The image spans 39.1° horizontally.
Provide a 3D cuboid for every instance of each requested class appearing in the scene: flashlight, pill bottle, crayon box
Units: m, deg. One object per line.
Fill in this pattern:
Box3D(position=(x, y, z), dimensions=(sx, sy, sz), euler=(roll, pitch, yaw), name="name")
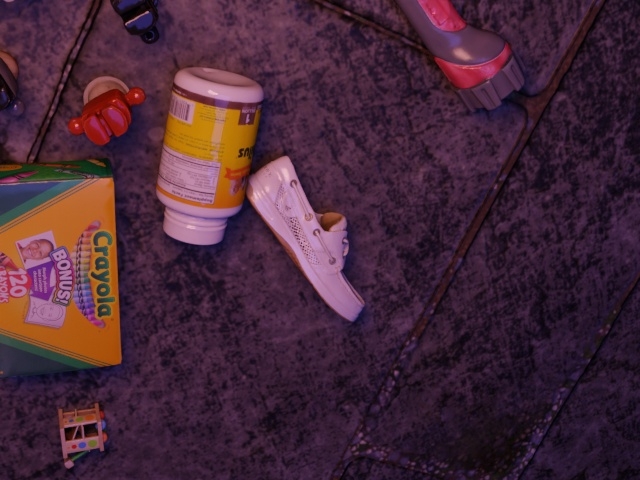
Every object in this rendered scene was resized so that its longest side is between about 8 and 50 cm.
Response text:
Box3D(position=(0.162, -0.312, 1.197), dimensions=(0.103, 0.103, 0.304), euler=(-50, 120, -20), name="flashlight")
Box3D(position=(-0.148, -0.108, 1.173), dimensions=(0.117, 0.117, 0.215), euler=(5, 112, -21), name="pill bottle")
Box3D(position=(-0.353, 0.036, 1.189), dimensions=(0.165, 0.081, 0.279), euler=(-5, 114, -16), name="crayon box")

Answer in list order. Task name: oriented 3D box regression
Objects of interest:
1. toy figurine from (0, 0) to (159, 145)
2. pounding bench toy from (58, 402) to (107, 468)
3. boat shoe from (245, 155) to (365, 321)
Box3D(position=(-0.300, -0.234, 1.057), dimensions=(0.209, 0.148, 0.213), euler=(12, 111, -17), name="toy figurine")
Box3D(position=(-0.346, 0.291, 1.323), dimensions=(0.065, 0.052, 0.083), euler=(-6, 115, -16), name="pounding bench toy")
Box3D(position=(0.000, 0.000, 1.283), dimensions=(0.096, 0.098, 0.277), euler=(-36, 118, 0), name="boat shoe")
